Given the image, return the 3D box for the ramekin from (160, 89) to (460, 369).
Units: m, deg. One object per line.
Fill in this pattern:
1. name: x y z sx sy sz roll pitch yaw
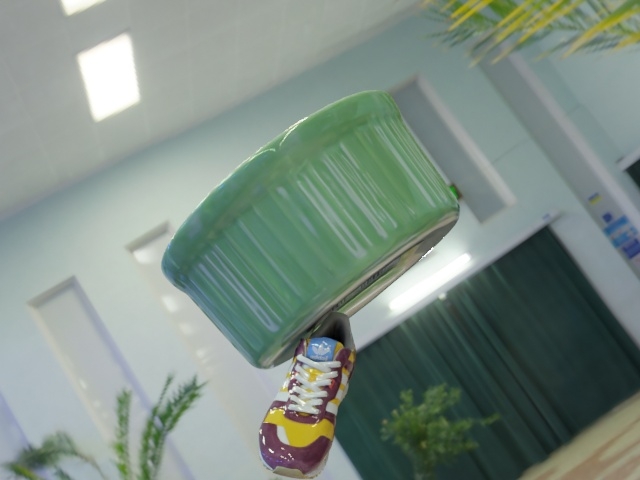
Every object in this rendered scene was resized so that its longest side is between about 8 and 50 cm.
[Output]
1. ramekin: 0.000 0.000 0.909 0.303 0.148 0.303 -37 -10 -8

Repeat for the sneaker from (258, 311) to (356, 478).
1. sneaker: -0.010 0.134 0.788 0.185 0.069 0.084 -67 -14 -64
